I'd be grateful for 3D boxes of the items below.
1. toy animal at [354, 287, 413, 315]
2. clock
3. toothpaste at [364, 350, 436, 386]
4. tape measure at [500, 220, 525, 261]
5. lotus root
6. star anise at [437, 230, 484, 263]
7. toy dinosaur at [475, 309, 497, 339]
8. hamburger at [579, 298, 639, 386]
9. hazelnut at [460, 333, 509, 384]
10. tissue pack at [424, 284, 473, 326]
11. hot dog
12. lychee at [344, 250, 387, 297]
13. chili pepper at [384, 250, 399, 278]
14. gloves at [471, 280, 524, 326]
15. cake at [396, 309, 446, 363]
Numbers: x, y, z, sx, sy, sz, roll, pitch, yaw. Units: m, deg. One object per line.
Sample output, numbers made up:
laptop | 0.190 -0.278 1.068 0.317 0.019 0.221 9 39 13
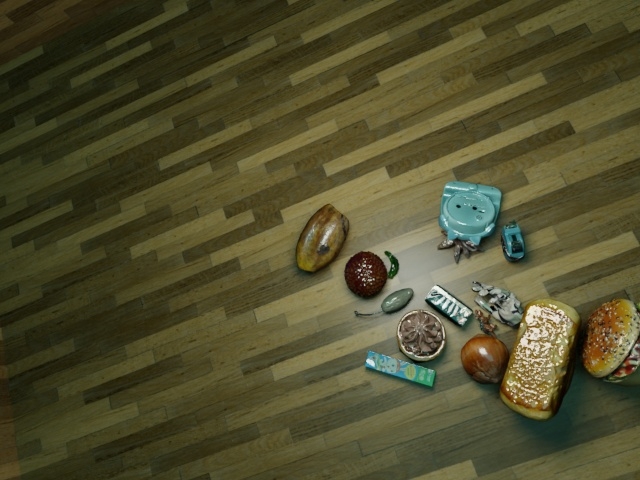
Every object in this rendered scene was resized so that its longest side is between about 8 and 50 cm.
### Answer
toy animal | 0.255 0.259 1.899 0.252 0.079 0.070 -27 78 8
clock | 0.574 -0.104 1.854 0.223 0.094 0.274 9 52 15
toothpaste | 0.305 0.491 1.844 0.266 0.050 0.065 14 77 16
tape measure | 0.731 0.014 1.819 0.080 0.125 0.146 -9 62 9
lotus root | 0.008 0.005 1.969 0.193 0.193 0.291 33 86 19
star anise | 0.552 -0.013 1.901 0.195 0.065 0.183 -28 66 14
toy dinosaur | 0.630 0.326 1.805 0.055 0.049 0.154 -34 81 39
hamburger | 0.989 0.332 1.594 0.176 0.300 0.300 25 83 2
hazelnut | 0.603 0.426 1.731 0.182 0.182 0.182 -3 76 13
tissue pack | 0.490 0.249 1.831 0.170 0.103 0.090 39 92 19
hot dog | 0.772 0.413 1.662 0.185 0.223 0.405 15 81 37
lychee | 0.175 0.132 1.898 0.188 0.188 0.188 -3 76 13
chili pepper | 0.294 0.096 1.952 0.055 0.035 0.118 -5 79 -5
gloves | 0.662 0.222 1.794 0.111 0.127 0.212 -37 75 -7
cake | 0.376 0.363 1.795 0.185 0.178 0.208 6 81 14
